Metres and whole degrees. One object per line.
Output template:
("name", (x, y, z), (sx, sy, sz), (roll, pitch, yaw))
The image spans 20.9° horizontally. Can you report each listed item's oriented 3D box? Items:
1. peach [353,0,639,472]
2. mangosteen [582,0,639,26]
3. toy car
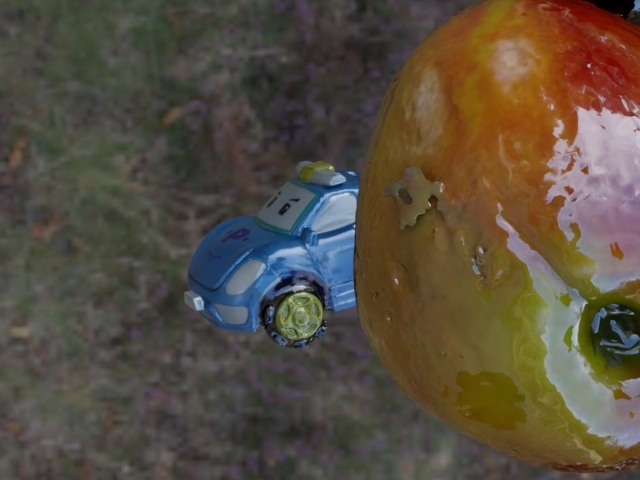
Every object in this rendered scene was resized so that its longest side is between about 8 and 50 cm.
("peach", (0.170, -0.007, 1.203), (0.290, 0.372, 0.372), (-54, 167, 21))
("mangosteen", (0.225, -0.240, 1.296), (0.200, 0.199, 0.200), (-4, 90, -66))
("toy car", (0.000, 0.000, 1.872), (0.198, 0.314, 0.166), (-152, -130, -64))
